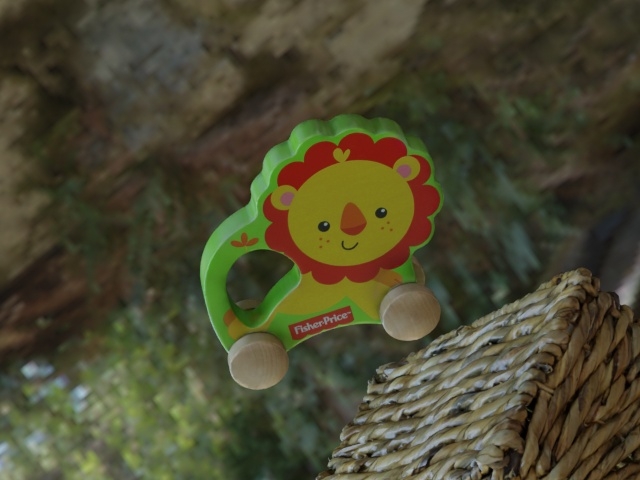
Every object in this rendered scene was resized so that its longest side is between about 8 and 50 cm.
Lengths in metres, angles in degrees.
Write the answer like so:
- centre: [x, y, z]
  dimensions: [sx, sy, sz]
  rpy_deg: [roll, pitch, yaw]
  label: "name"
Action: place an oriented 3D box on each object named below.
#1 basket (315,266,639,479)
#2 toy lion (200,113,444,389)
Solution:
- centre: [0.150, 0.194, 1.328]
  dimensions: [0.223, 0.299, 0.213]
  rpy_deg: [38, -123, -13]
  label: "basket"
- centre: [0.000, 0.000, 0.714]
  dimensions: [0.034, 0.100, 0.096]
  rpy_deg: [-110, 1, -58]
  label: "toy lion"
